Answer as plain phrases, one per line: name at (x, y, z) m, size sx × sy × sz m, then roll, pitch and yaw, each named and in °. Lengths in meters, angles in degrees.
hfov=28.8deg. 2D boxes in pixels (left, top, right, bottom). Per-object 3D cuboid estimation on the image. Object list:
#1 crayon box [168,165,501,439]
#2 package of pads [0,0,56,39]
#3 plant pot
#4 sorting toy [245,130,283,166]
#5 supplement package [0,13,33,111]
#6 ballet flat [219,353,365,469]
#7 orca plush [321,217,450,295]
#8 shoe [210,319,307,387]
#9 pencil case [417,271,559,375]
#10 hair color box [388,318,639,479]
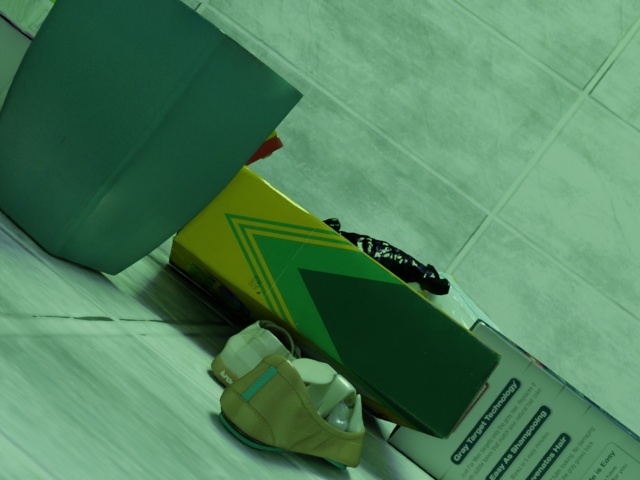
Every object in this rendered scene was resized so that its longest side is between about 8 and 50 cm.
crayon box at (-0.006, 0.069, 1.313) m, size 0.313 × 0.106 × 0.363 m, roll 36°, pitch -9°, yaw -3°
package of pads at (-0.341, -0.300, 1.711) m, size 0.229 × 0.101 × 0.296 m, roll 36°, pitch 3°, yaw -39°
plant pot at (-0.171, -0.098, 1.087) m, size 0.165 × 0.234 × 0.166 m, roll 38°, pitch 5°, yaw 26°
sorting toy at (-0.167, -0.103, 1.472) m, size 0.089 × 0.255 × 0.257 m, roll 62°, pitch -2°, yaw -14°
supplement package at (-0.452, -0.255, 1.710) m, size 0.179 × 0.105 × 0.105 m, roll 37°, pitch 0°, yaw 20°
ballet flat at (-0.002, 0.135, 0.987) m, size 0.080 × 0.073 × 0.232 m, roll 38°, pitch 2°, yaw 22°
orca plush at (0.019, 0.025, 1.527) m, size 0.287 × 0.102 × 0.151 m, roll 10°, pitch 46°, yaw 0°
shoe at (-0.041, 0.109, 1.129) m, size 0.076 × 0.058 × 0.219 m, roll 38°, pitch 2°, yaw 8°
pencil case at (0.205, 0.158, 1.571) m, size 0.273 × 0.113 × 0.124 m, roll 45°, pitch -35°, yaw 37°
hair color box at (0.266, 0.258, 1.399) m, size 0.347 × 0.174 × 0.105 m, roll 38°, pitch 4°, yaw 5°
